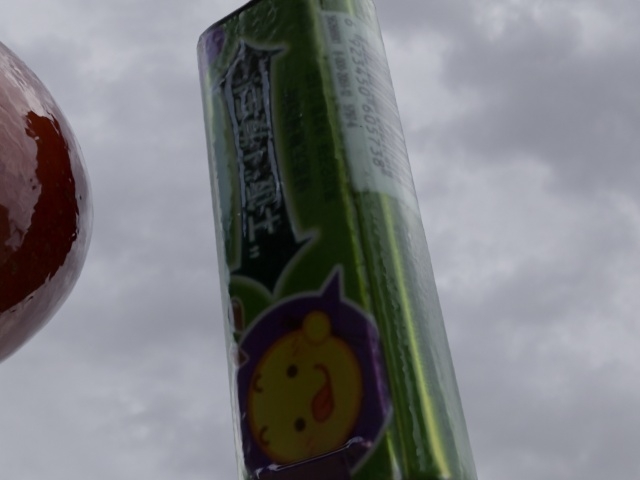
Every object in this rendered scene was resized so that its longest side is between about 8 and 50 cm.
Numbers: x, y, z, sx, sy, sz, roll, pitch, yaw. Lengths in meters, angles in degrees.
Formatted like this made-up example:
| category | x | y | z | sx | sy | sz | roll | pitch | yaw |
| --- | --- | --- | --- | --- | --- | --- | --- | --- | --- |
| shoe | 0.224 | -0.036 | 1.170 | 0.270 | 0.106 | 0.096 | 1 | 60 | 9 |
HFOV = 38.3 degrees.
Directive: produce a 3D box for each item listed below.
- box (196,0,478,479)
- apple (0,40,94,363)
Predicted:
| category | x | y | z | sx | sy | sz | roll | pitch | yaw |
| --- | --- | --- | --- | --- | --- | --- | --- | --- | --- |
| box | 0.000 | 0.000 | 0.574 | 0.134 | 0.345 | 0.097 | -25 | -31 | 26 |
| apple | -0.236 | -0.021 | 0.495 | 0.218 | 0.218 | 0.201 | -7 | -59 | 21 |
